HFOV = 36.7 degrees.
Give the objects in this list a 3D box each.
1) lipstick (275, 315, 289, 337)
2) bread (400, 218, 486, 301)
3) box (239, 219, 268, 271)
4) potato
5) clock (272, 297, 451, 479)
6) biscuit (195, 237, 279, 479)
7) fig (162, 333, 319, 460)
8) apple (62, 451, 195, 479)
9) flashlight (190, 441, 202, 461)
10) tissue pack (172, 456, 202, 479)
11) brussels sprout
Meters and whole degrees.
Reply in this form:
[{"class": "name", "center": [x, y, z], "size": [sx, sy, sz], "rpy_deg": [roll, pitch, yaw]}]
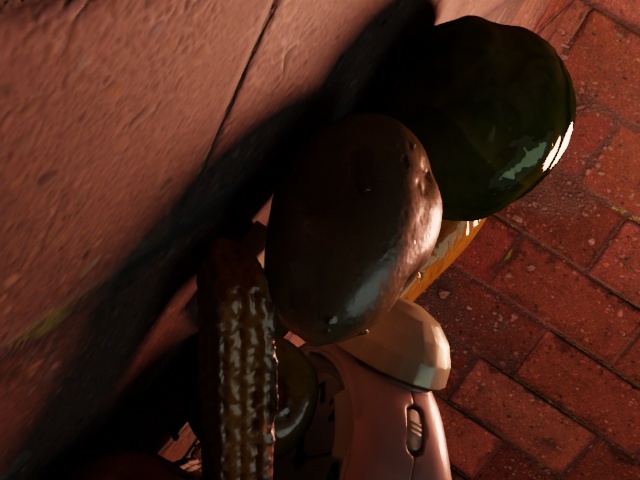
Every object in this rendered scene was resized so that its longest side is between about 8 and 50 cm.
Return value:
[{"class": "lipstick", "center": [-0.055, 0.100, 1.226], "size": [0.312, 0.051, 0.051], "rpy_deg": [-43, 168, -50]}, {"class": "bread", "center": [0.111, 0.030, 1.278], "size": [0.305, 0.091, 0.142], "rpy_deg": [-45, 158, -16]}, {"class": "box", "center": [-0.073, 0.038, 0.975], "size": [0.090, 0.024, 0.167], "rpy_deg": [-56, 171, -8]}, {"class": "potato", "center": [0.025, -0.010, 0.869], "size": [0.178, 0.160, 0.235], "rpy_deg": [65, 34, -31]}, {"class": "clock", "center": [0.017, 0.252, 1.096], "size": [0.342, 0.184, 0.325], "rpy_deg": [-33, -132, 40]}, {"class": "biscuit", "center": [-0.076, 0.177, 0.872], "size": [0.094, 0.054, 0.378], "rpy_deg": [-122, -151, -54]}, {"class": "fig", "center": [-0.080, 0.166, 1.024], "size": [0.186, 0.142, 0.148], "rpy_deg": [152, -44, -79]}, {"class": "apple", "center": [-0.181, 0.281, 0.828], "size": [0.209, 0.164, 0.209], "rpy_deg": [22, 90, -79]}, {"class": "flashlight", "center": [-0.160, 0.287, 1.407], "size": [0.110, 0.031, 0.052], "rpy_deg": [-59, -164, -4]}, {"class": "tissue pack", "center": [-0.176, 0.400, 1.135], "size": [0.361, 0.122, 0.259], "rpy_deg": [50, 41, -79]}, {"class": "brussels sprout", "center": [0.170, -0.147, 1.085], "size": [0.219, 0.210, 0.271], "rpy_deg": [-56, -171, 31]}]
